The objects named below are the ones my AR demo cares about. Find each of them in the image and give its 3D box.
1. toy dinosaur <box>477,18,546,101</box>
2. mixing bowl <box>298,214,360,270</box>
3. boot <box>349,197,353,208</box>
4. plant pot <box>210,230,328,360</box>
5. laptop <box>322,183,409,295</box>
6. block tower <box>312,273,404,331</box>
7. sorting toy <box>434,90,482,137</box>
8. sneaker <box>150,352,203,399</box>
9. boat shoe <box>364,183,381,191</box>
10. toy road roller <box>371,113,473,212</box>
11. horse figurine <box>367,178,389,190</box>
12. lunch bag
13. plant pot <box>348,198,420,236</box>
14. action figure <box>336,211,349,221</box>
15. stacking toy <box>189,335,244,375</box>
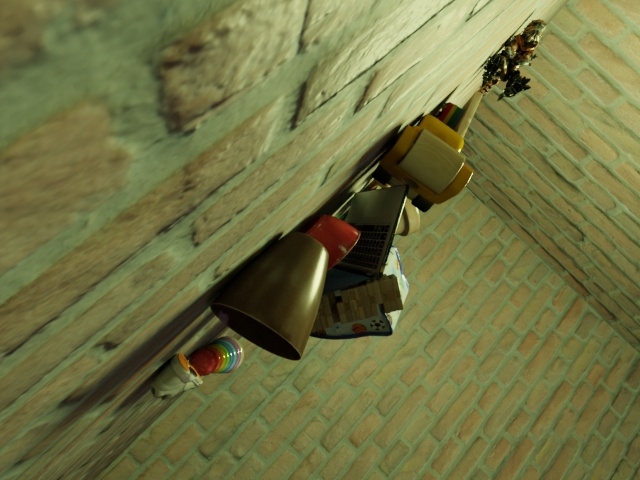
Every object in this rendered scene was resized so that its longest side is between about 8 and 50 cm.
[{"bbox_3d":[0.646,-0.593,1.631,0.322,0.164,0.218,99,13,-46],"label":"toy dinosaur"},{"bbox_3d":[0.000,0.000,1.202,0.181,0.098,0.181,-39,-167,11],"label":"mixing bowl"},{"bbox_3d":[0.190,-0.103,1.755,0.178,0.085,0.236,-10,152,-15],"label":"boot"},{"bbox_3d":[-0.082,0.101,1.019,0.230,0.215,0.215,-60,-177,-25],"label":"plant pot"},{"bbox_3d":[0.019,0.004,1.384,0.408,0.236,0.382,-72,-162,-3],"label":"laptop"},{"bbox_3d":[0.044,0.173,1.263,0.335,0.097,0.091,-12,-175,1],"label":"block tower"},{"bbox_3d":[0.404,-0.348,1.586,0.257,0.089,0.255,-62,-179,-15],"label":"sorting toy"},{"bbox_3d":[-0.403,0.382,1.300,0.121,0.099,0.262,-36,166,-18],"label":"sneaker"},{"bbox_3d":[0.244,-0.214,1.833,0.227,0.081,0.069,-32,171,-39],"label":"boat shoe"},{"bbox_3d":[0.301,-0.243,1.310,0.241,0.202,0.329,-57,-177,-8],"label":"toy road roller"},{"bbox_3d":[0.241,-0.221,1.597,0.174,0.066,0.263,-32,-169,3],"label":"horse figurine"},{"bbox_3d":[0.078,0.181,1.663,0.385,0.239,0.328,-13,-166,26],"label":"lunch bag"},{"bbox_3d":[0.248,-0.107,1.977,0.229,0.263,0.263,-26,172,-12],"label":"plant pot"},{"bbox_3d":[0.079,-0.038,1.898,0.137,0.063,0.232,-10,156,-32],"label":"action figure"},{"bbox_3d":[-0.379,0.416,1.686,0.141,0.141,0.330,-45,169,-4],"label":"stacking toy"}]
